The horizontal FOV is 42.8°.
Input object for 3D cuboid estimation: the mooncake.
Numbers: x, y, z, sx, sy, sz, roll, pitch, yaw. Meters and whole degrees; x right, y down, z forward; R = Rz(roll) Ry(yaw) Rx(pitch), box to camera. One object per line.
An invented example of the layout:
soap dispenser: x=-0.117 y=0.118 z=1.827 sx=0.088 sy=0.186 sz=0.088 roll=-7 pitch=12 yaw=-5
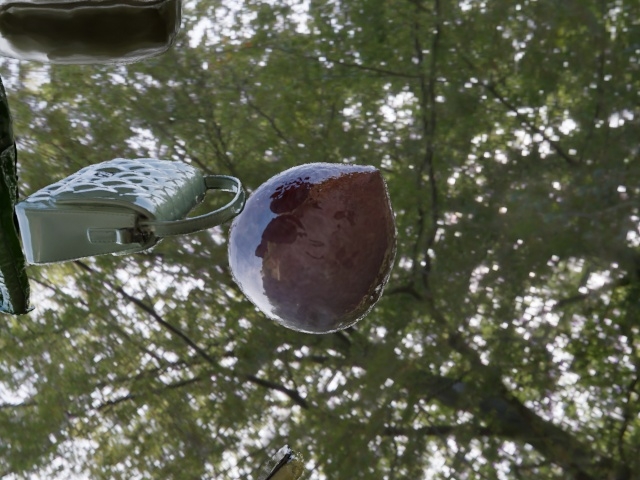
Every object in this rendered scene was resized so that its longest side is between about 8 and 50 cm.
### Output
mooncake: x=-0.289 y=-0.445 z=0.962 sx=0.262 sy=0.467 sz=0.468 roll=-2 pitch=-77 yaw=-20

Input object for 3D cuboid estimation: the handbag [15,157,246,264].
handbag: x=-0.190 y=-0.042 z=0.902 sx=0.219 sy=0.256 sz=0.079 roll=-4 pitch=-75 yaw=6

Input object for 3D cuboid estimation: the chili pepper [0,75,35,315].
chili pepper: x=-0.384 y=-0.085 z=0.936 sx=0.076 sy=0.085 sz=0.359 roll=-18 pitch=-66 yaw=-34

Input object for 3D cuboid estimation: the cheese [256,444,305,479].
cheese: x=-0.057 y=0.317 z=1.122 sx=0.036 sy=0.162 sz=0.086 roll=42 pitch=-94 yaw=1

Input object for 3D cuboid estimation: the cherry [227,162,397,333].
cherry: x=-0.008 y=0.008 z=1.116 sx=0.206 sy=0.239 sz=0.239 roll=-39 pitch=-61 yaw=-32
